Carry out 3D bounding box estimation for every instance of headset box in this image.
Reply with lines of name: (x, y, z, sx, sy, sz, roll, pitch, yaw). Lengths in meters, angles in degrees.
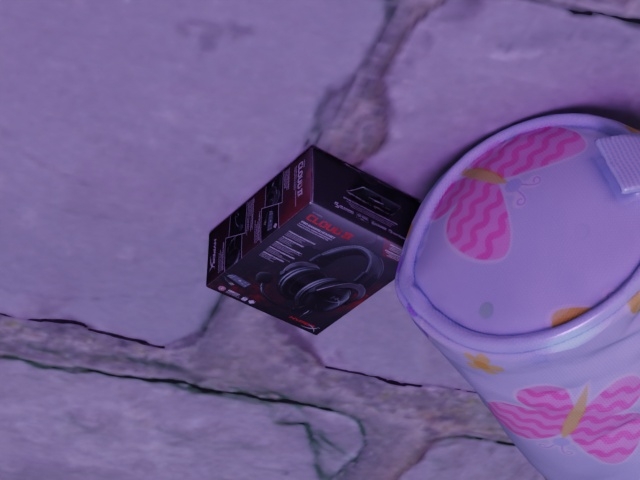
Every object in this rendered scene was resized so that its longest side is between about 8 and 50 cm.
headset box: (0.000, 0.000, 0.650, 0.062, 0.032, 0.083, 26, 136, -30)

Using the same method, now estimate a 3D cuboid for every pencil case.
pencil case: (0.142, 0.063, 0.667, 0.124, 0.114, 0.273, -18, 138, 24)
